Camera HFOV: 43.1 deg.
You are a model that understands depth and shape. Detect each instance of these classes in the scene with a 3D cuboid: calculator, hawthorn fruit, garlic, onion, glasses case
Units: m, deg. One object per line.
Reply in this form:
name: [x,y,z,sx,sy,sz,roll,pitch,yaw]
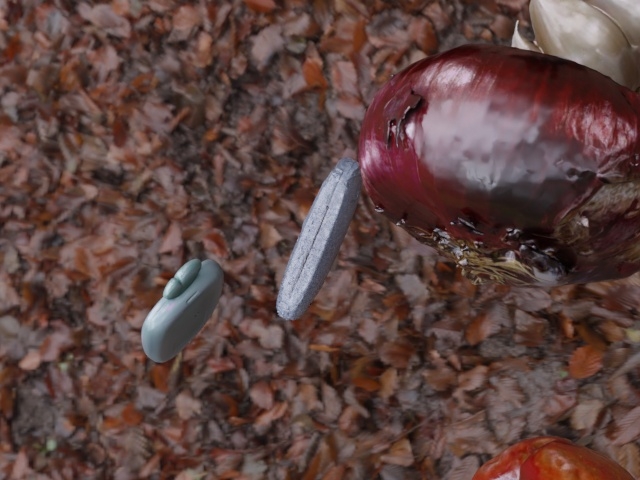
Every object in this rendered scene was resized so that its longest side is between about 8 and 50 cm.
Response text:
calculator: [-0.238,0.124,1.416,0.041,0.299,0.185,39,62,10]
hawthorn fruit: [0.218,0.271,0.785,0.179,0.200,0.179,-41,23,22]
garlic: [0.356,-0.267,1.054,0.237,0.292,0.210,-27,36,8]
onion: [0.185,-0.079,0.770,0.314,0.314,0.232,13,81,30]
glasses case: [0.000,0.000,1.305,0.067,0.109,0.282,23,103,9]
